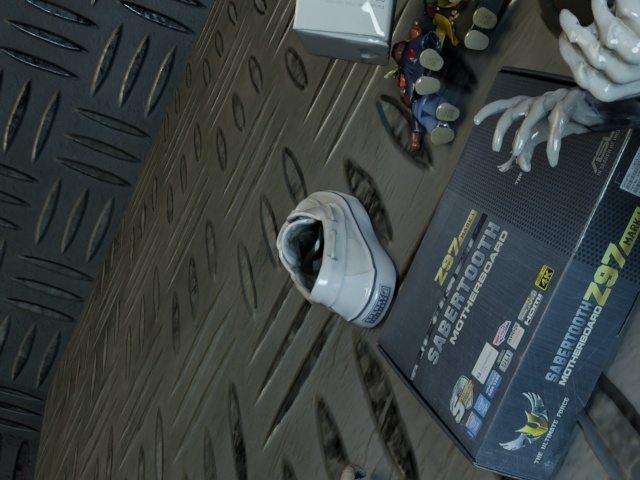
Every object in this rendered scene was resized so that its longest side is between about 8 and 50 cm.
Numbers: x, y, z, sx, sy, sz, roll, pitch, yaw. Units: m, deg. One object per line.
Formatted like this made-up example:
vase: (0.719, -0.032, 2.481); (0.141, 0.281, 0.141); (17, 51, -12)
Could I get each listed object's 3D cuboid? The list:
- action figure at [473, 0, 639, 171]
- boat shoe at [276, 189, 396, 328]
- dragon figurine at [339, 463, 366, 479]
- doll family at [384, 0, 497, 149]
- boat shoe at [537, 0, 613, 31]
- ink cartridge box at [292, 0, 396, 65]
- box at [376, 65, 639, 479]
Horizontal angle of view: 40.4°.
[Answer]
action figure: (0.142, -0.077, 0.368); (0.164, 0.140, 0.276); (118, 134, -73)
boat shoe: (0.000, 0.000, 0.879); (0.095, 0.084, 0.258); (-67, 20, 10)
dragon figurine: (0.025, 0.257, 0.572); (0.144, 0.085, 0.289); (-67, 21, 7)
doll family: (0.104, -0.177, 0.796); (0.193, 0.076, 0.111); (-67, 25, 17)
boat shoe: (0.243, -0.217, 0.445); (0.307, 0.110, 0.104); (-31, 38, 47)
ink cartridge box: (0.035, -0.292, 0.843); (0.160, 0.092, 0.220); (-30, -53, -85)
box: (0.131, 0.010, 0.569); (0.233, 0.059, 0.183); (-66, 19, 10)
